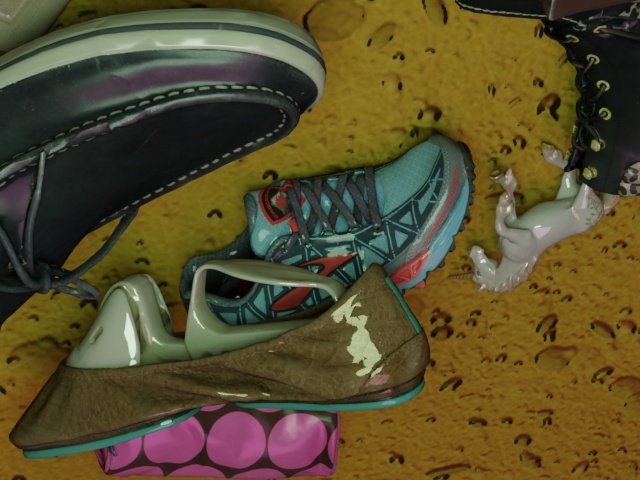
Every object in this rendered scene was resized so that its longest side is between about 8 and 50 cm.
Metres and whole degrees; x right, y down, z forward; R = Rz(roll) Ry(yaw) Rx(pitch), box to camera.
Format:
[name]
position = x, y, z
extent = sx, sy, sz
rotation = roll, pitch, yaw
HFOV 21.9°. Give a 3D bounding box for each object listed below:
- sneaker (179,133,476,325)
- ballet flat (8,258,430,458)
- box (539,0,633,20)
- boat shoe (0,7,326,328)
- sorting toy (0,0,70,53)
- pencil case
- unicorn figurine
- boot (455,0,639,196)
[sneaker]
position = 0.000, 0.000, 1.267
extent = 0.262, 0.104, 0.125
rotation = -38, 126, 19
[ballet flat]
position = -0.088, 0.078, 1.234
extent = 0.342, 0.116, 0.124
rotation = -10, 102, 21
[box]
position = 0.218, -0.265, 1.014
extent = 0.203, 0.167, 0.168
rotation = -12, 156, -3
[boat shoe]
position = -0.224, -0.017, 1.127
extent = 0.500, 0.156, 0.187
rotation = -19, 158, 6
[sorting toy]
position = -0.220, -0.226, 1.054
extent = 0.196, 0.047, 0.348
rotation = 23, 122, -35
[pencil case]
position = -0.086, 0.153, 1.390
extent = 0.209, 0.095, 0.098
rotation = 2, 115, -18
[unicorn figurine]
position = 0.170, -0.016, 1.323
extent = 0.161, 0.060, 0.111
rotation = -18, 128, 6
[boot]
position = 0.196, -0.120, 1.205
extent = 0.236, 0.085, 0.179
rotation = 0, 120, -19
